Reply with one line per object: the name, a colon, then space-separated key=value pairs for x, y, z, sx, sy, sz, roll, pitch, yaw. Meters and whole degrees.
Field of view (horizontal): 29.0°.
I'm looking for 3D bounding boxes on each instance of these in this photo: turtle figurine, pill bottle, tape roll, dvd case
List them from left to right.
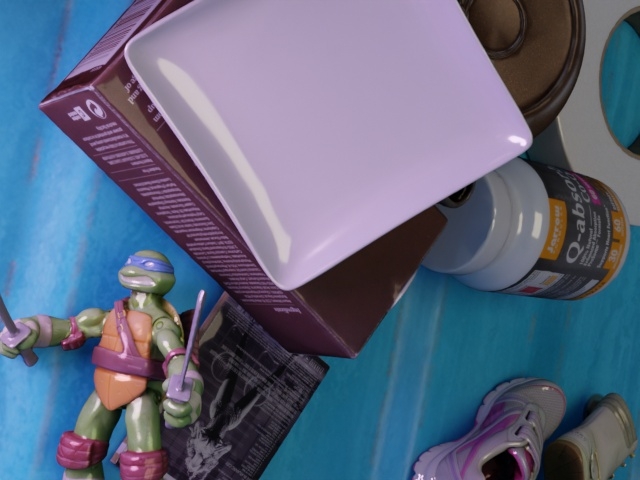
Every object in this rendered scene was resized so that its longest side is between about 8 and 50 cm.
turtle figurine: x=-0.207 y=0.143 z=1.127 sx=0.198 sy=0.275 sz=0.266 roll=6 pitch=94 yaw=-5
dvd case: x=-0.101 y=0.181 z=1.314 sx=0.164 sy=0.018 sz=0.221 roll=43 pitch=72 yaw=-33
pill bottle: x=0.232 y=-0.015 z=1.465 sx=0.278 sy=0.162 sz=0.162 roll=8 pitch=88 yaw=-47
tape roll: x=0.418 y=-0.213 z=1.678 sx=0.392 sy=0.072 sz=0.392 roll=-2 pitch=94 yaw=-39

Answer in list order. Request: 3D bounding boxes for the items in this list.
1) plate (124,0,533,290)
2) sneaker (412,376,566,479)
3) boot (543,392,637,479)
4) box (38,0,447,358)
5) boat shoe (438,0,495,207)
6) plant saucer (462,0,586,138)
plate: x=0.010 y=-0.133 z=1.115 sx=0.278 sy=0.045 sz=0.277 roll=-31 pitch=110 yaw=4
sneaker: x=0.235 y=0.262 z=1.538 sx=0.252 sy=0.111 sz=0.103 roll=-37 pitch=115 yaw=-31
boot: x=0.363 y=0.326 z=1.668 sx=0.165 sy=0.077 sz=0.213 roll=-31 pitch=126 yaw=-45
box: x=-0.067 y=-0.074 z=1.231 sx=0.381 sy=0.143 sz=0.191 roll=47 pitch=65 yaw=-22
boat shoe: x=0.115 y=-0.174 z=1.228 sx=0.132 sy=0.130 sz=0.355 roll=-44 pitch=147 yaw=-25
plant saucer: x=0.195 y=-0.256 z=1.463 sx=0.310 sy=0.050 sz=0.310 roll=0 pitch=90 yaw=-24
